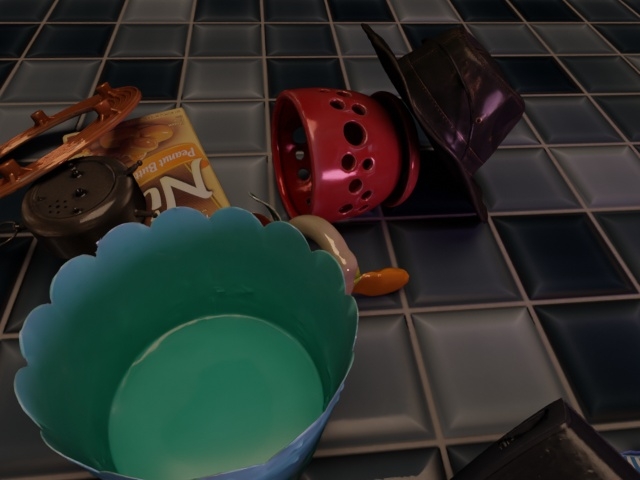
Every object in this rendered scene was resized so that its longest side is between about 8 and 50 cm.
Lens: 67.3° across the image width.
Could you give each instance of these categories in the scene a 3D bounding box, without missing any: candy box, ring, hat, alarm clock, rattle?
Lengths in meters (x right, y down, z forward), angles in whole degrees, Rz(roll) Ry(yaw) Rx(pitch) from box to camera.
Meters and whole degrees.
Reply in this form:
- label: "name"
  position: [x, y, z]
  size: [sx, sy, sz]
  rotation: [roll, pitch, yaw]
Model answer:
- label: "candy box"
  position: [-0.232, -0.049, 0.668]
  size: [0.183, 0.087, 0.316]
  rotation: [-20, 52, -16]
- label: "ring"
  position: [-0.410, -0.139, 0.678]
  size: [0.337, 0.032, 0.336]
  rotation: [-19, 34, 13]
- label: "hat"
  position: [0.199, -0.194, 0.669]
  size: [0.134, 0.331, 0.331]
  rotation: [-33, 48, 18]
- label: "alarm clock"
  position: [-0.298, -0.037, 0.566]
  size: [0.192, 0.064, 0.129]
  rotation: [-24, 53, -9]
- label: "rattle"
  position: [0.000, 0.000, 0.631]
  size: [0.143, 0.130, 0.200]
  rotation: [-28, 45, -26]

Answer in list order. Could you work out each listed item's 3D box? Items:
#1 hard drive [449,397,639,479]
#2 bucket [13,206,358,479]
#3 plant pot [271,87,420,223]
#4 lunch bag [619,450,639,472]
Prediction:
- label: "hard drive"
  position: [0.147, 0.262, 0.357]
  size: [0.255, 0.054, 0.172]
  rotation: [-45, 58, 5]
- label: "bucket"
  position: [-0.109, 0.119, 0.466]
  size: [0.281, 0.183, 0.281]
  rotation: [2, 48, -2]
- label: "plant pot"
  position: [0.035, -0.125, 0.686]
  size: [0.174, 0.191, 0.191]
  rotation: [-12, 50, -17]
- label: "lunch bag"
  position: [0.354, 0.301, 0.392]
  size: [0.221, 0.138, 0.293]
  rotation: [0, 36, -2]
